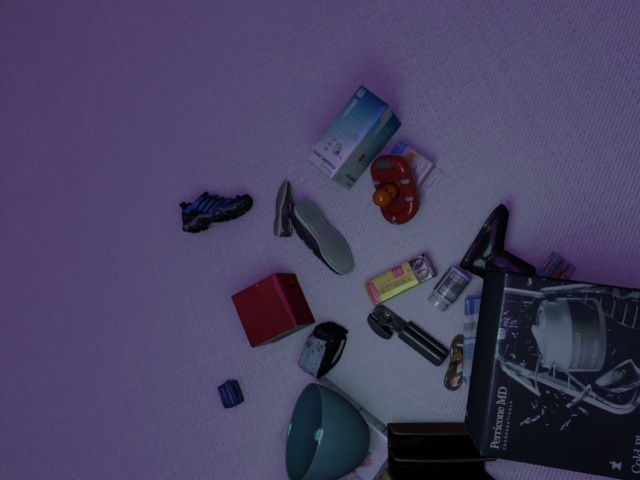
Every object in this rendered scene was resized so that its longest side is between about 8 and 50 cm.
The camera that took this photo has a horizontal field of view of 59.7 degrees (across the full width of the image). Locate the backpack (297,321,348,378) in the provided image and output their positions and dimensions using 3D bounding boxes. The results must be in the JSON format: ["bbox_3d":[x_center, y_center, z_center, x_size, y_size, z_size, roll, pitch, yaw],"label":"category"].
[{"bbox_3d":[0.002,0.371,1.883,0.115,0.152,0.182,28,105,26],"label":"backpack"}]

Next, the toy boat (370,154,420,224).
[{"bbox_3d":[0.224,-0.154,1.805,0.150,0.151,0.231,2,119,44],"label":"toy boat"}]

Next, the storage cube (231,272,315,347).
[{"bbox_3d":[-0.158,0.237,1.916,0.214,0.183,0.193,-27,78,14],"label":"storage cube"}]

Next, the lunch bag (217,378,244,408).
[{"bbox_3d":[-0.319,0.547,2.003,0.065,0.067,0.099,-26,76,14],"label":"lunch bag"}]

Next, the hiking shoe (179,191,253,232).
[{"bbox_3d":[-0.397,-0.129,2.068,0.303,0.113,0.132,-19,80,16],"label":"hiking shoe"}]

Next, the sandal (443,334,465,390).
[{"bbox_3d":[0.436,0.393,1.772,0.072,0.049,0.180,16,90,19],"label":"sandal"}]

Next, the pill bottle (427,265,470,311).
[{"bbox_3d":[0.411,0.156,1.787,0.078,0.078,0.137,39,98,18],"label":"pill bottle"}]

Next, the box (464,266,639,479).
[{"bbox_3d":[0.674,0.344,1.512,0.471,0.297,0.481,7,90,7],"label":"box"}]

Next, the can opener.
[{"bbox_3d":[0.281,0.318,1.833,0.283,0.076,0.095,37,129,18],"label":"can opener"}]

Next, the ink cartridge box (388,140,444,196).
[{"bbox_3d":[0.310,-0.239,1.867,0.181,0.061,0.104,38,98,17],"label":"ink cartridge box"}]

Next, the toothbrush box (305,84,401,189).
[{"bbox_3d":[0.114,-0.334,1.861,0.126,0.216,0.296,42,98,18],"label":"toothbrush box"}]

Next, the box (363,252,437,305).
[{"bbox_3d":[0.264,0.130,1.849,0.232,0.058,0.088,-27,78,15],"label":"box"}]

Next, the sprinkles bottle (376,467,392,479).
[{"bbox_3d":[0.150,0.902,1.783,0.121,0.121,0.356,38,97,18],"label":"sprinkles bottle"}]

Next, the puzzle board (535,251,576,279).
[{"bbox_3d":[0.709,0.111,1.701,0.096,0.011,0.128,33,96,-12],"label":"puzzle board"}]

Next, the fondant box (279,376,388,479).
[{"bbox_3d":[0.063,0.654,1.850,0.330,0.096,0.238,36,96,19],"label":"fondant box"}]

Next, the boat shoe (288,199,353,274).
[{"bbox_3d":[0.000,0.000,1.937,0.303,0.114,0.091,58,144,9],"label":"boat shoe"}]

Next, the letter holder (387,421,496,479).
[{"bbox_3d":[0.361,0.635,1.642,0.301,0.214,0.152,0,84,-1],"label":"letter holder"}]

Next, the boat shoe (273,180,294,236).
[{"bbox_3d":[-0.124,-0.112,2.015,0.064,0.075,0.206,10,81,-24],"label":"boat shoe"}]

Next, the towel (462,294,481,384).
[{"bbox_3d":[0.542,0.307,1.703,0.209,0.034,0.285,0,99,8],"label":"towel"}]

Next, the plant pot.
[{"bbox_3d":[0.035,0.599,1.696,0.195,0.290,0.291,17,91,-16],"label":"plant pot"}]

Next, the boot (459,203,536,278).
[{"bbox_3d":[0.580,0.038,1.731,0.207,0.094,0.247,33,101,21],"label":"boot"}]
